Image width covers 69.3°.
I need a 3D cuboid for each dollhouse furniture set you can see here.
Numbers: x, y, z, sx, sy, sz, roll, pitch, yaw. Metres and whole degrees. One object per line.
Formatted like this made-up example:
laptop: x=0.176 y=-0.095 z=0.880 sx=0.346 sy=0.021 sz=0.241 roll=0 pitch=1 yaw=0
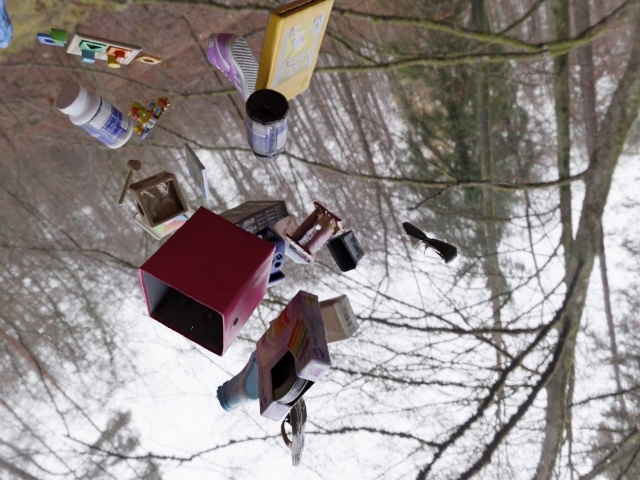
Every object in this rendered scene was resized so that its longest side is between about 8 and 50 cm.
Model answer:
dollhouse furniture set: x=0.000 y=0.000 z=2.045 sx=0.152 sy=0.374 sz=0.201 roll=39 pitch=-97 yaw=19

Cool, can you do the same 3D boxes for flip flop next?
flip flop: x=-0.096 y=0.650 z=1.577 sx=0.080 sy=0.277 sz=0.112 roll=8 pitch=-155 yaw=14

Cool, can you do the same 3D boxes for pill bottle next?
pill bottle: x=-0.901 y=-0.500 z=1.856 sx=0.153 sy=0.264 sz=0.153 roll=-10 pitch=-116 yaw=22
pill bottle: x=-0.157 y=-0.329 z=1.367 sx=0.123 sy=0.123 sz=0.219 roll=-42 pitch=168 yaw=-21

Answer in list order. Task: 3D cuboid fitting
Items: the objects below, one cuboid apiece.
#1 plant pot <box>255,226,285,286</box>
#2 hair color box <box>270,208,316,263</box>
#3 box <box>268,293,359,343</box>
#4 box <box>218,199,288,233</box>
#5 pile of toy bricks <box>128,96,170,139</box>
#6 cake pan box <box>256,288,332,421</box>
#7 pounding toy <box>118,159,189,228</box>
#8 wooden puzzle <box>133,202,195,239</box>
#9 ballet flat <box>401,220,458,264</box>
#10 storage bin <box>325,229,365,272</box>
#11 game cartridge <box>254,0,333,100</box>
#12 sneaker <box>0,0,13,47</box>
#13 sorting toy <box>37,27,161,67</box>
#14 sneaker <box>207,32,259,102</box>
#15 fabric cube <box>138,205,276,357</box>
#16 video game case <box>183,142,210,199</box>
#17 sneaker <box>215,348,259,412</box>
plant pot: x=-0.283 y=0.079 z=1.921 sx=0.235 sy=0.212 sz=0.236 roll=-18 pitch=-151 yaw=-22
hair color box: x=-0.166 y=-0.035 z=2.463 sx=0.105 sy=0.347 sz=0.174 roll=1 pitch=-120 yaw=46
box: x=-0.027 y=0.321 z=1.767 sx=0.311 sy=0.148 sz=0.121 roll=-21 pitch=-177 yaw=30
box: x=-0.322 y=-0.080 z=1.886 sx=0.242 sy=0.077 sz=0.307 roll=4 pitch=-154 yaw=44
pile of toy bricks: x=-0.611 y=-0.441 z=1.596 sx=0.118 sy=0.105 sz=0.212 roll=-40 pitch=-155 yaw=31
cake pan box: x=-0.080 y=0.303 z=1.230 sx=0.246 sy=0.070 sz=0.267 roll=-53 pitch=-152 yaw=26
pounding toy: x=-0.525 y=-0.149 z=1.383 sx=0.181 sy=0.206 sz=0.094 roll=-31 pitch=-148 yaw=-28
wooden puzzle: x=-0.762 y=-0.114 z=2.292 sx=0.238 sy=0.221 sz=0.044 roll=-33 pitch=-125 yaw=0
ballet flat: x=0.443 y=0.014 z=1.961 sx=0.280 sy=0.095 sz=0.096 roll=31 pitch=-97 yaw=31
storage bin: x=0.093 y=0.033 z=1.662 sx=0.098 sy=0.135 sz=0.091 roll=-23 pitch=-171 yaw=45
game cartridge: x=-0.084 y=-0.558 z=1.396 sx=0.052 sy=0.324 sz=0.285 roll=34 pitch=-131 yaw=11
sneaker: x=-0.867 y=-0.610 z=1.212 sx=0.069 sy=0.209 sz=0.082 roll=14 pitch=-146 yaw=-5
sorting toy: x=-0.657 y=-0.568 z=1.408 sx=0.347 sy=0.047 sz=0.196 roll=-2 pitch=-174 yaw=-37
sneaker: x=-0.286 y=-0.574 z=1.569 sx=0.161 sy=0.282 sz=0.102 roll=22 pitch=-119 yaw=29
fabric cube: x=-0.303 y=0.115 z=1.284 sx=0.259 sy=0.254 sz=0.258 roll=27 pitch=-130 yaw=9
video game case: x=-0.585 y=-0.326 z=2.193 sx=0.023 sy=0.193 sz=0.212 roll=-25 pitch=-123 yaw=-24
sneaker: x=-0.310 y=0.552 z=1.846 sx=0.208 sy=0.127 sz=0.319 roll=-33 pitch=-173 yaw=19
